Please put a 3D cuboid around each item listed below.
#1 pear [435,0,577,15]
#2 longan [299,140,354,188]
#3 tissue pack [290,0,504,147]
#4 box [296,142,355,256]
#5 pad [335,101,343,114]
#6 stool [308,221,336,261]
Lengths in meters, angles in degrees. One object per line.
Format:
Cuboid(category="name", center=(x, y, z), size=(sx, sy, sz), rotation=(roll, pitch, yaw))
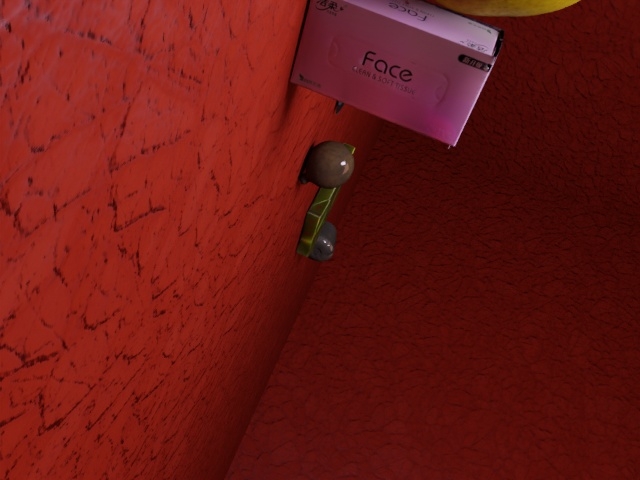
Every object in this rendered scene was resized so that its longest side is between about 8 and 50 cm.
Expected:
Cuboid(category="pear", center=(0.230, -0.451, 0.891), size=(0.418, 0.363, 0.362), rotation=(112, 0, -87))
Cuboid(category="longan", center=(0.011, -0.150, 1.523), size=(0.119, 0.106, 0.106), rotation=(-29, -179, 7))
Cuboid(category="tissue pack", center=(0.098, -0.242, 0.997), size=(0.092, 0.246, 0.148), rotation=(-64, 175, -46))
Cuboid(category="box", center=(0.016, -0.117, 2.110), size=(0.173, 0.043, 0.311), rotation=(109, 5, -48))
Cuboid(category="pad", center=(0.088, -0.411, 1.666), size=(0.174, 0.022, 0.233), rotation=(108, 7, -57))
Cuboid(category="stool", center=(0.000, 0.000, 2.191), size=(0.110, 0.096, 0.096), rotation=(-72, 180, -48))
